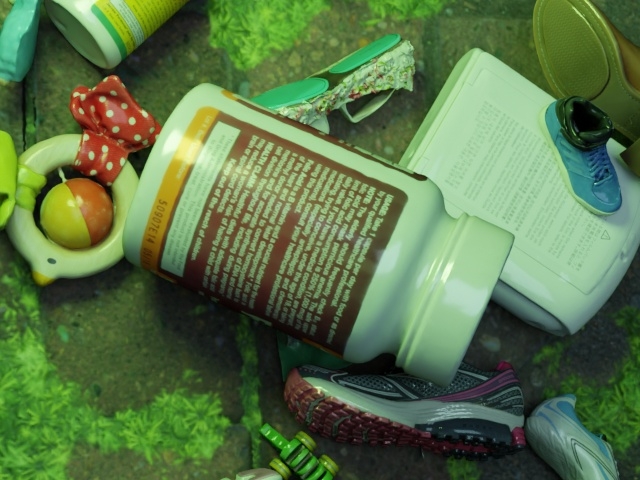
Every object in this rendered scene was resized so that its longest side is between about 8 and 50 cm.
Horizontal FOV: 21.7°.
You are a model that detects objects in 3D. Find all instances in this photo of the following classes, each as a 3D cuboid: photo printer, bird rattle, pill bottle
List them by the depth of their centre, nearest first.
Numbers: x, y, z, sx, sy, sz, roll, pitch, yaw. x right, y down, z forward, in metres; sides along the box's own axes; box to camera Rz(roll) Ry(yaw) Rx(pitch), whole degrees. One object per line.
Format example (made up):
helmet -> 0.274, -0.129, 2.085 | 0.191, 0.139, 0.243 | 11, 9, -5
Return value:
pill bottle -> 0.000, 0.000, 1.853 | 0.392, 0.224, 0.224 | 24, 77, 5
bird rattle -> -0.285, -0.062, 1.907 | 0.253, 0.143, 0.207 | -26, 102, -29
pill bottle -> -0.208, -0.306, 1.934 | 0.117, 0.117, 0.208 | 46, 74, -6
photo printer -> 0.247, -0.049, 2.030 | 0.307, 0.107, 0.256 | 33, 74, -10

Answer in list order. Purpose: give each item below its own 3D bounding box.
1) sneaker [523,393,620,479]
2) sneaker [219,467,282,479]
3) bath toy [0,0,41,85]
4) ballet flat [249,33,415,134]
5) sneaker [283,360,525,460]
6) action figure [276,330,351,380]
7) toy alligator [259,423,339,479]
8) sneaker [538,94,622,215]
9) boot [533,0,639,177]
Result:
sneaker -> 0.338, 0.292, 2.030 | 0.086, 0.085, 0.237 | -36, 97, -24
sneaker -> -0.143, 0.341, 1.892 | 0.236, 0.095, 0.104 | -16, 96, -17
bath toy -> -0.485, -0.276, 1.848 | 0.348, 0.151, 0.129 | 8, 121, -11
ballet flat -> 0.014, -0.168, 1.999 | 0.241, 0.091, 0.077 | -26, 113, -13
sneaker -> 0.098, 0.185, 1.968 | 0.299, 0.121, 0.112 | 11, 66, -21
action figure -> 0.063, 0.092, 1.992 | 0.232, 0.063, 0.137 | -2, 81, -19
toy alligator -> 0.001, 0.285, 1.954 | 0.056, 0.051, 0.189 | -44, 96, -15
sneaker -> 0.318, -0.101, 1.957 | 0.058, 0.084, 0.152 | -28, 91, -19
boot -> 0.396, -0.214, 2.058 | 0.283, 0.109, 0.220 | 50, 40, 5
